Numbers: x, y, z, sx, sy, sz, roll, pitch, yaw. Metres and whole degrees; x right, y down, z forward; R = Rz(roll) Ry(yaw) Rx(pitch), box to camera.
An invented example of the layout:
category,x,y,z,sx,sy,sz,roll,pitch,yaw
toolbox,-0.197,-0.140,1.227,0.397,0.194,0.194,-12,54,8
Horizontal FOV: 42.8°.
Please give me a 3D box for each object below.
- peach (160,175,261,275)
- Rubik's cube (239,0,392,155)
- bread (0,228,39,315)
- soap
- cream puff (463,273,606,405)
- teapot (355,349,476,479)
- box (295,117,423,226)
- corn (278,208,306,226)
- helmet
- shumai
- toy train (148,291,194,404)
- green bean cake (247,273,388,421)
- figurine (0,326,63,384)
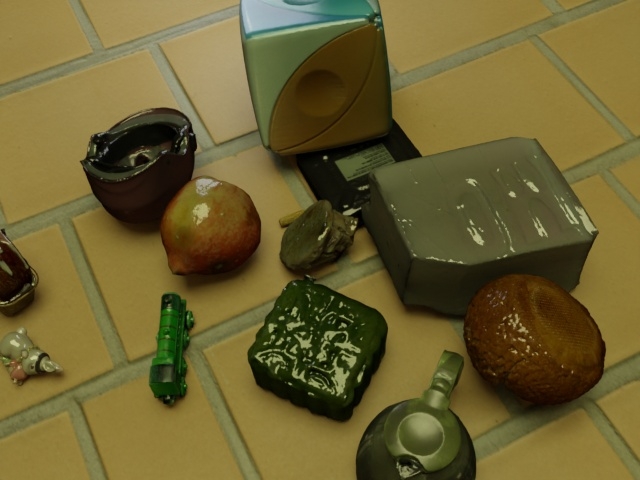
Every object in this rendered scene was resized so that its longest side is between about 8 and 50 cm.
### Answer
category,x,y,z,sx,sy,sz,roll,pitch,yaw
peach,-0.266,-0.018,1.900,0.232,0.232,0.257,20,68,15
Rubik's cube,-0.011,-0.456,2.067,0.347,0.352,0.352,-9,41,2
bread,-0.755,0.059,1.867,0.224,0.212,0.142,37,60,22
soap,0.348,-0.032,1.859,0.435,0.213,0.350,-12,60,-12
cream puff,0.432,0.212,1.709,0.303,0.212,0.303,22,44,-22
teapot,0.222,0.388,1.590,0.321,0.239,0.239,-34,62,-21
box,0.112,-0.182,2.079,0.290,0.073,0.289,-22,55,-10
corn,-0.063,-0.055,2.030,0.083,0.027,0.028,-21,90,-10
helmet,-0.431,-0.173,2.019,0.270,0.197,0.338,-6,31,9
shumai,0.000,0.000,1.941,0.120,0.201,0.201,36,54,-25
toy train,-0.329,0.230,1.790,0.085,0.119,0.251,-3,57,1
green bean cake,-0.002,0.232,1.755,0.249,0.156,0.247,22,61,16
figurine,-0.644,0.272,1.812,0.146,0.081,0.098,38,108,19
